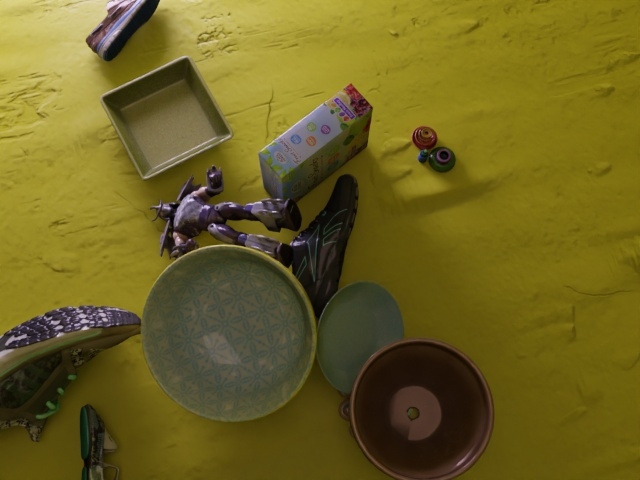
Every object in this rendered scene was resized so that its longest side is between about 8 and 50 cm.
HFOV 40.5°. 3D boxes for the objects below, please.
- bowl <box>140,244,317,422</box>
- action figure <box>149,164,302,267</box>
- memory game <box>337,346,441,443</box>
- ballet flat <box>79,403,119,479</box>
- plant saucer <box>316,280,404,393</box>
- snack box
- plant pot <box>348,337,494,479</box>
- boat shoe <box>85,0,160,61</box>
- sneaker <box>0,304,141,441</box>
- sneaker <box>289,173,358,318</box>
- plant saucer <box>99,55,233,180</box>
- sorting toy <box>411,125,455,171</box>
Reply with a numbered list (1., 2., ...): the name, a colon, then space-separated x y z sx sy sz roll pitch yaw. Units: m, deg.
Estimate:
1. bowl: -0.137 0.146 1.451 0.290 0.156 0.289 1 93 9
2. action figure: -0.177 -0.037 1.519 0.285 0.099 0.185 10 78 21
3. memory game: 0.120 0.274 1.518 0.186 0.012 0.186 0 75 -2
4. ballet flat: -0.371 0.369 1.454 0.070 0.070 0.188 -1 77 -3
5. plant saucer: 0.060 0.164 1.484 0.195 0.037 0.194 -2 94 -37
6. snack box: -0.008 -0.161 1.542 0.207 0.174 0.070 -38 77 -10
7. plant pot: 0.163 0.287 1.453 0.238 0.109 0.237 1 74 -2
8. boat shoe: -0.377 -0.430 1.652 0.066 0.066 0.183 36 77 8
9. sneaker: -0.484 0.241 1.463 0.411 0.158 0.182 -22 108 -10
10. sneaker: 0.000 0.000 1.539 0.106 0.101 0.267 15 75 4
11. plant saucer: -0.283 -0.222 1.612 0.188 0.045 0.188 -28 79 -9
12. sorting toy: 0.210 -0.173 1.622 0.061 0.042 0.102 -41 81 -11
